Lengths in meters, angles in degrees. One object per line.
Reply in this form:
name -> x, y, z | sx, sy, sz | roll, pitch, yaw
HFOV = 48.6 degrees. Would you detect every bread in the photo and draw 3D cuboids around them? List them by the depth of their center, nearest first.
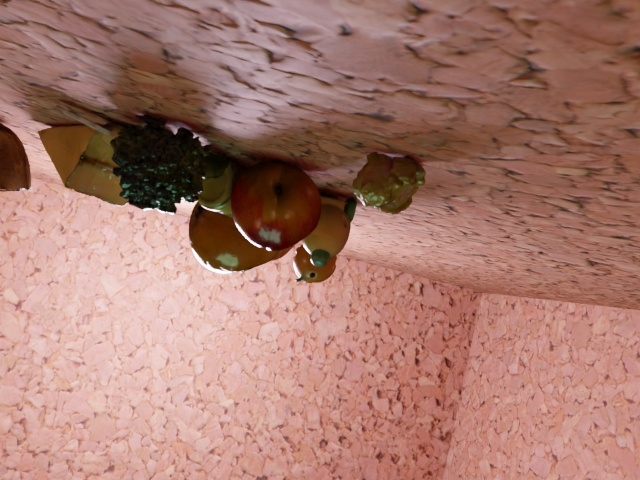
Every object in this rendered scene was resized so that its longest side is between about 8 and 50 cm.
bread -> -0.514, -0.225, 1.614 | 0.168, 0.163, 0.264 | 17, -155, -49

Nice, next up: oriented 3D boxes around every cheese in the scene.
cheese -> -0.412, -0.210, 1.414 | 0.127, 0.050, 0.255 | 27, 180, 43

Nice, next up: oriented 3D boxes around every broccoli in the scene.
broccoli -> -0.299, -0.150, 1.368 | 0.199, 0.177, 0.275 | 15, -168, 2

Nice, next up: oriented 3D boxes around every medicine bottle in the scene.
medicine bottle -> -0.176, -0.106, 1.607 | 0.124, 0.124, 0.239 | 11, 177, 28

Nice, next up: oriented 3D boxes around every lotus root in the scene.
lotus root -> -0.859, -0.220, 1.767 | 0.272, 0.192, 0.272 | 5, -179, 0

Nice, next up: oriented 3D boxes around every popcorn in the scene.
popcorn -> 0.110, -0.092, 1.151 | 0.089, 0.109, 0.097 | 49, 163, 41

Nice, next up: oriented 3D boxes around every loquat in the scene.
loquat -> -0.223, -0.026, 1.890 | 0.263, 0.263, 0.263 | 13, 175, 1

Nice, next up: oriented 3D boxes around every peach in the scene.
peach -> -0.092, -0.065, 1.445 | 0.190, 0.190, 0.192 | 13, 156, 3

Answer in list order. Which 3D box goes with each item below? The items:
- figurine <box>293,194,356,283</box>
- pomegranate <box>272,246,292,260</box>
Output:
figurine -> 0.000, 0.000, 1.742 | 0.124, 0.222, 0.324 | 11, 175, -5
pomegranate -> -0.161, -0.025, 2.149 | 0.191, 0.191, 0.191 | 13, 175, 1
